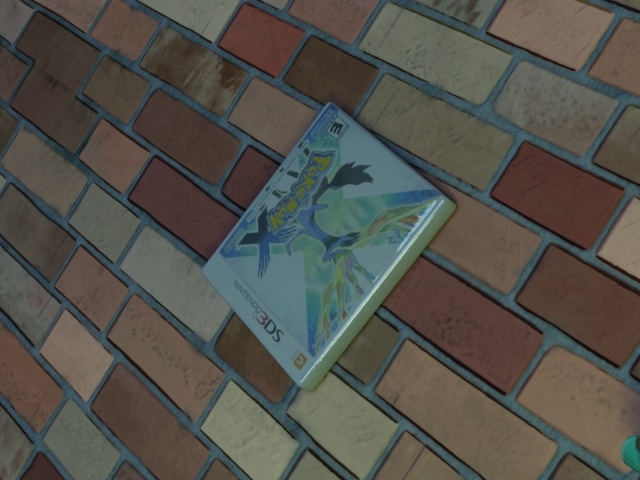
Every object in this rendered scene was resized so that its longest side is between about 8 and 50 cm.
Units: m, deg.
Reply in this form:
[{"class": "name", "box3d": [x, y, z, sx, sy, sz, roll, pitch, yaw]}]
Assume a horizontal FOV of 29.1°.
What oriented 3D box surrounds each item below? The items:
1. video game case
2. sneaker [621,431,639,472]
[{"class": "video game case", "box3d": [0.000, 0.000, 1.754, 0.329, 0.036, 0.300, -52, 47, 7]}, {"class": "sneaker", "box3d": [0.388, 0.260, 1.242, 0.178, 0.124, 0.295, 6, 66, 36]}]
